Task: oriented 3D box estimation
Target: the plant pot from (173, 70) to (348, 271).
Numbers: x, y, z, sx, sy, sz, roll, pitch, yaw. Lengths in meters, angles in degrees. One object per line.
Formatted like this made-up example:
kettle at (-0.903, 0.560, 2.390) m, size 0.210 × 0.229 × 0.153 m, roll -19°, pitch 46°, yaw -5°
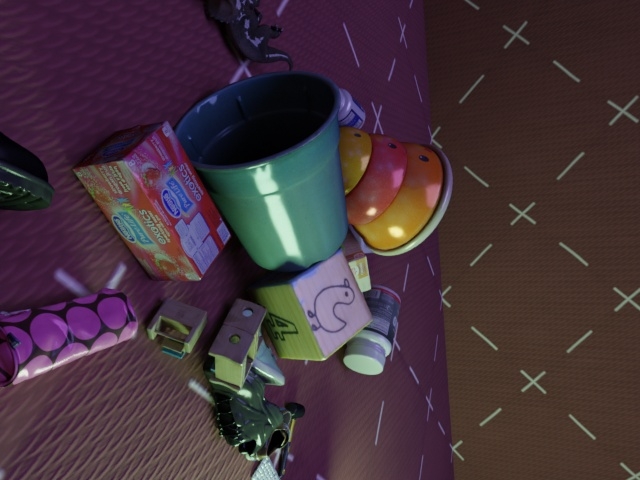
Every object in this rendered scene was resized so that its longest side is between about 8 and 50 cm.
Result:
plant pot at (-0.093, -0.131, 1.048) m, size 0.334 × 0.342 × 0.341 m, roll 73°, pitch 29°, yaw -44°

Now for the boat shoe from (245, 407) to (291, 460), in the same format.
boat shoe at (-0.111, 0.484, 1.203) m, size 0.183 × 0.066 × 0.066 m, roll -36°, pitch 120°, yaw -59°

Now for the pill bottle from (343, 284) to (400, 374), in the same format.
pill bottle at (0.180, 0.312, 1.700) m, size 0.161 × 0.162 × 0.283 m, roll 62°, pitch 36°, yaw -41°

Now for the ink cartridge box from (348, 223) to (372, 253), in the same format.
ink cartridge box at (0.157, -0.134, 1.807) m, size 0.176 × 0.069 × 0.370 m, roll 0°, pitch 90°, yaw -63°

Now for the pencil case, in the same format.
pencil case at (-0.369, 0.128, 0.700) m, size 0.209 × 0.095 × 0.098 m, roll -15°, pitch 85°, yaw -65°

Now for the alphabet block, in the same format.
alphabet block at (-0.027, 0.154, 1.170) m, size 0.192 × 0.194 × 0.197 m, roll -31°, pitch 101°, yaw -37°

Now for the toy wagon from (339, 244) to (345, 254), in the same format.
toy wagon at (0.000, 0.000, 1.372) m, size 0.267 × 0.068 × 0.344 m, roll 85°, pitch -16°, yaw -65°

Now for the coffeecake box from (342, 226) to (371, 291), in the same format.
coffeecake box at (0.081, 0.047, 1.450) m, size 0.185 × 0.068 × 0.142 m, roll -115°, pitch -171°, yaw -46°

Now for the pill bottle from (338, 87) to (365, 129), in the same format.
pill bottle at (0.065, -0.433, 1.595) m, size 0.187 × 0.112 × 0.111 m, roll 21°, pitch 69°, yaw -62°

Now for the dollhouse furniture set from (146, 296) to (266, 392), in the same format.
dollhouse furniture set at (-0.215, 0.183, 0.948) m, size 0.129 × 0.184 × 0.128 m, roll 104°, pitch 7°, yaw -49°

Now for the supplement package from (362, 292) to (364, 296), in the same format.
supplement package at (0.073, 0.190, 1.559) m, size 0.105 × 0.105 × 0.179 m, roll -55°, pitch 135°, yaw -51°

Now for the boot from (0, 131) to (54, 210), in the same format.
boot at (-0.433, -0.206, 0.550) m, size 0.348 × 0.131 × 0.259 m, roll 42°, pitch 51°, yaw -54°

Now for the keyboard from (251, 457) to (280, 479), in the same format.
keyboard at (-0.115, 0.655, 1.239) m, size 0.072 × 0.014 × 0.255 m, roll -56°, pitch 136°, yaw -50°

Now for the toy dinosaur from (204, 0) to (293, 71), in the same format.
toy dinosaur at (-0.175, -0.508, 1.154) m, size 0.160 × 0.121 × 0.313 m, roll -63°, pitch 147°, yaw -25°

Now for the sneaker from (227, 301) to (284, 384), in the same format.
sneaker at (-0.141, 0.241, 1.139) m, size 0.255 × 0.094 × 0.151 m, roll 58°, pitch 36°, yaw -47°

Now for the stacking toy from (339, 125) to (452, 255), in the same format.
stacking toy at (0.085, -0.189, 1.307) m, size 0.480 × 0.351 × 0.350 m, roll 24°, pitch 63°, yaw -32°

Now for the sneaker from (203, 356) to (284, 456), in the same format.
sneaker at (-0.177, 0.366, 1.052) m, size 0.130 × 0.109 × 0.286 m, roll -56°, pitch 132°, yaw -37°

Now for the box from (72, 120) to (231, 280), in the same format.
box at (-0.282, -0.061, 0.848) m, size 0.256 × 0.123 × 0.128 m, roll 67°, pitch 32°, yaw -35°

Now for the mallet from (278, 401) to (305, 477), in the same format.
mallet at (-0.088, 0.525, 1.288) m, size 0.062 × 0.039 × 0.189 m, roll 54°, pitch 46°, yaw -50°
